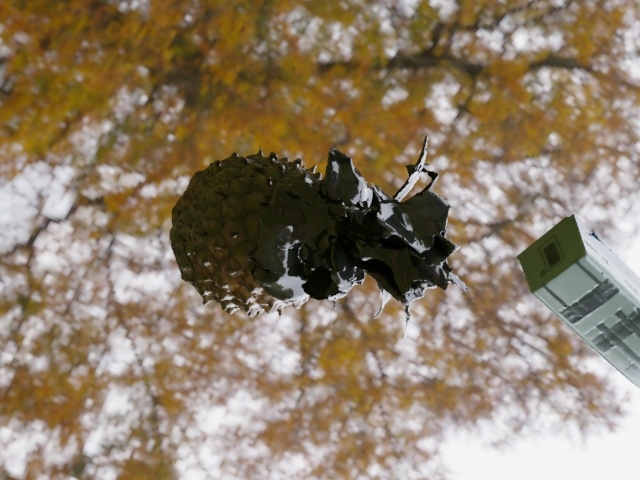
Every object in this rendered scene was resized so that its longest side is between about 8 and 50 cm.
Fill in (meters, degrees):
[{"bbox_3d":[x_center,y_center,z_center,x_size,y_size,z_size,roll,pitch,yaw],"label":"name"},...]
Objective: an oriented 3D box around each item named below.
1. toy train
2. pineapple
[{"bbox_3d":[0.228,0.073,0.940,0.052,0.234,0.051,-39,-151,21],"label":"toy train"},{"bbox_3d":[0.000,0.000,0.859,0.251,0.125,0.125,0,-115,58],"label":"pineapple"}]
